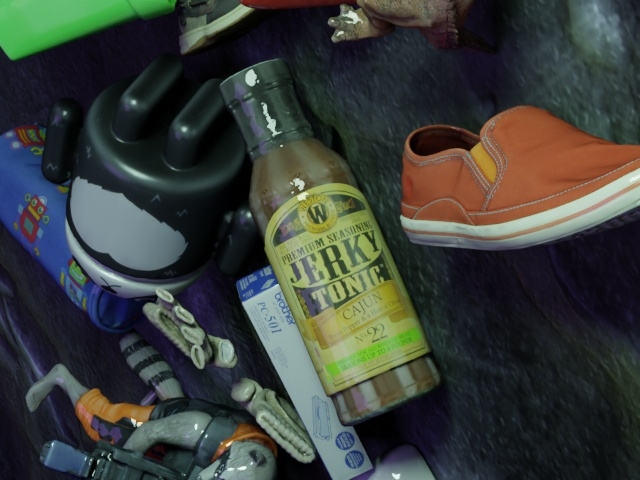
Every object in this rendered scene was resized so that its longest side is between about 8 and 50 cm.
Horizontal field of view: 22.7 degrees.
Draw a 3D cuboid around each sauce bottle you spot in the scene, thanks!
[{"bbox_3d":[0.000,0.000,1.486,0.111,0.111,0.344,-33,80,58],"label":"sauce bottle"}]

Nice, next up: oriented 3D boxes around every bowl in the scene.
[{"bbox_3d":[0.074,0.284,1.587,0.142,0.053,0.142,63,149,13],"label":"bowl"}]

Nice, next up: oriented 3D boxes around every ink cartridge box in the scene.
[{"bbox_3d":[-0.016,0.130,1.570,0.207,0.046,0.097,63,179,-13],"label":"ink cartridge box"}]

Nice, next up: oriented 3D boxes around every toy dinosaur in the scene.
[{"bbox_3d":[0.066,-0.226,1.170,0.200,0.127,0.295,23,148,56],"label":"toy dinosaur"}]

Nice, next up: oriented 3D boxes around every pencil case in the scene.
[{"bbox_3d":[-0.298,-0.019,1.922,0.306,0.133,0.119,43,115,34],"label":"pencil case"}]

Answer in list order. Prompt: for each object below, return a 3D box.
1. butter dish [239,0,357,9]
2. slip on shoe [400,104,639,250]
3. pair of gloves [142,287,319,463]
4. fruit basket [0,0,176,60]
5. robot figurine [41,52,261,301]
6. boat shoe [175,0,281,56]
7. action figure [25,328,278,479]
[{"bbox_3d":[-0.001,-0.284,1.325,0.118,0.160,0.160,-117,24,-58],"label":"butter dish"},{"bbox_3d":[0.162,-0.052,1.215,0.331,0.123,0.101,1,104,62],"label":"slip on shoe"},{"bbox_3d":[-0.087,0.142,1.661,0.240,0.042,0.204,44,175,4],"label":"pair of gloves"},{"bbox_3d":[-0.219,-0.391,1.499,0.283,0.392,0.392,-107,8,-73],"label":"fruit basket"},{"bbox_3d":[-0.174,-0.058,1.658,0.209,0.174,0.278,60,147,30],"label":"robot figurine"},{"bbox_3d":[-0.088,-0.234,1.523,0.223,0.080,0.073,-19,96,63],"label":"boat shoe"},{"bbox_3d":[-0.182,0.207,1.781,0.330,0.341,0.178,23,85,41],"label":"action figure"}]
